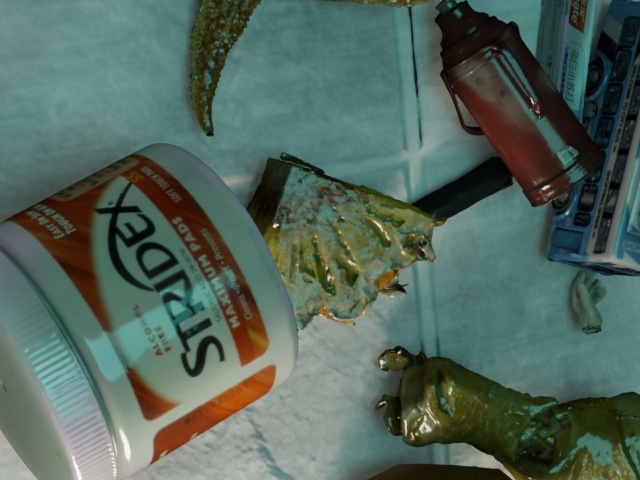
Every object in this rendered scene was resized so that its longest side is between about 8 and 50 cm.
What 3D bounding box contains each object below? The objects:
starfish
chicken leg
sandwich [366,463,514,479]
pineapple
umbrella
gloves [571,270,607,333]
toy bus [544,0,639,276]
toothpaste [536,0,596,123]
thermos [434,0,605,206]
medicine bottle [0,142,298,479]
[{"bbox_3d":[-0.013,-0.282,1.681,0.294,0.084,0.301,-18,101,-25],"label":"starfish"},{"bbox_3d":[0.242,0.228,1.861,0.429,0.152,0.201,26,101,-22],"label":"chicken leg"},{"bbox_3d":[0.131,0.293,1.794,0.258,0.096,0.094,3,127,9],"label":"sandwich"},{"bbox_3d":[0.000,0.000,1.711,0.236,0.114,0.186,-26,109,-21],"label":"pineapple"},{"bbox_3d":[0.152,-0.052,1.833,0.133,0.031,0.036,-29,109,-24],"label":"umbrella"},{"bbox_3d":[0.299,0.074,1.926,0.044,0.037,0.081,37,57,-64],"label":"gloves"},{"bbox_3d":[0.343,-0.108,1.874,0.106,0.131,0.297,15,88,-29],"label":"toy bus"},{"bbox_3d":[0.262,-0.197,1.871,0.047,0.040,0.196,5,94,-32],"label":"toothpaste"},{"bbox_3d":[0.195,-0.155,1.788,0.099,0.124,0.232,-36,98,-11],"label":"thermos"},{"bbox_3d":[-0.181,0.071,1.537,0.241,0.252,0.252,-31,110,-22],"label":"medicine bottle"}]
